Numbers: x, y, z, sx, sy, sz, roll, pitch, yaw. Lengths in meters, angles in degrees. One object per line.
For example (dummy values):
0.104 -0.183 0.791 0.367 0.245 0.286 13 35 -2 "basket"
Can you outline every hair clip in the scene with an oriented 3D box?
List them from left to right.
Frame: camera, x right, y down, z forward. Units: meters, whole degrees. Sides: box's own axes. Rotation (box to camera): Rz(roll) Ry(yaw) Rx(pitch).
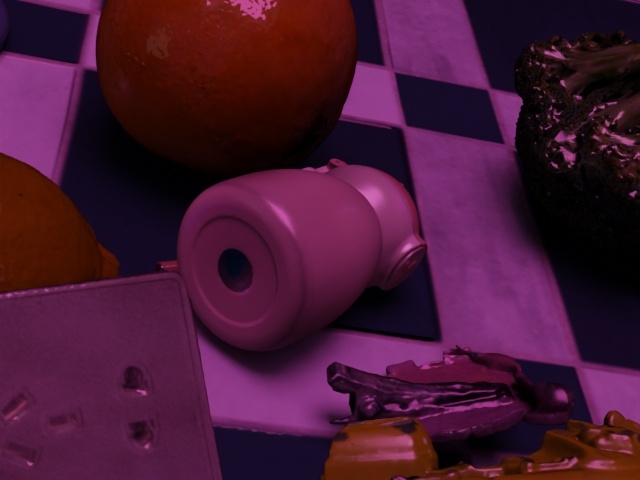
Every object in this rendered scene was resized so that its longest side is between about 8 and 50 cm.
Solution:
0.094 0.126 0.974 0.187 0.056 0.146 -1 17 -12 "hair clip"

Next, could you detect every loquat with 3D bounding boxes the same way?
-0.091 -0.191 1.171 0.263 0.263 0.263 11 37 -9 "loquat"

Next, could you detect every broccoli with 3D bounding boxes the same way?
0.350 -0.113 1.249 0.308 0.275 0.307 34 29 -22 "broccoli"

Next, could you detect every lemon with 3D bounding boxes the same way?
-0.270 0.016 0.890 0.249 0.184 0.184 -1 40 -24 "lemon"

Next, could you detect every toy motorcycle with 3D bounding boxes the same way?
0.159 0.191 0.849 0.343 0.206 0.142 -2 73 -10 "toy motorcycle"

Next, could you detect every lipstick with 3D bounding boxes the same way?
-0.104 0.024 1.080 0.094 0.019 0.019 -5 42 -28 "lipstick"

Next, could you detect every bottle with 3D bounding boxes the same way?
0.000 0.000 1.059 0.147 0.147 0.237 38 33 25 "bottle"

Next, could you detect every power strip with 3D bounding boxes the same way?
-0.181 0.131 0.834 0.213 0.064 0.198 -7 86 -31 "power strip"

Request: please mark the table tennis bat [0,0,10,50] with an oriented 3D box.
-0.467 -0.278 1.307 0.215 0.044 0.329 -9 46 -30 "table tennis bat"
